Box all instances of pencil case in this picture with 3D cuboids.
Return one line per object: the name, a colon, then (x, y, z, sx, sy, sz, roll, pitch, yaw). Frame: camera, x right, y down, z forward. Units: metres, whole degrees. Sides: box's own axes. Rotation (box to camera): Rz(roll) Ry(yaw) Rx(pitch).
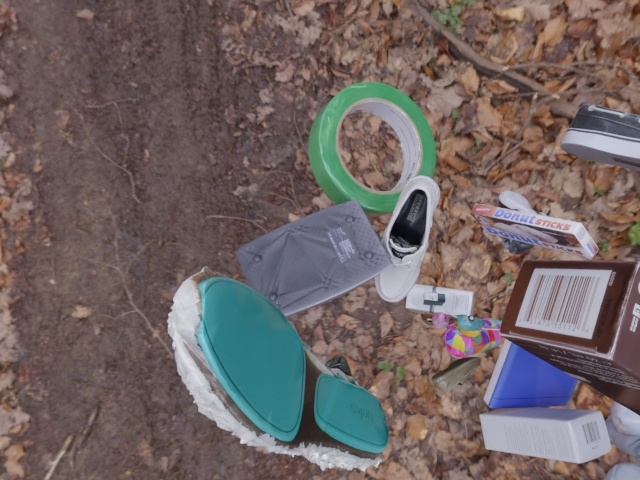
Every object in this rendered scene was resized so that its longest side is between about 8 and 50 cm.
pencil case: (0.469, 0.289, 1.426, 0.104, 0.236, 0.105, -3, 86, 44)

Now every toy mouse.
toy mouse: (0.291, 0.178, 1.016, 0.161, 0.143, 0.031, 2, 70, 36)

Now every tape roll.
tape roll: (0.131, -0.222, 1.163, 0.321, 0.077, 0.321, 3, 82, -23)

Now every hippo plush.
hippo plush: (0.699, 0.480, 0.930, 0.294, 0.234, 0.237, -2, 41, 47)

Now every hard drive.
hard drive: (-0.012, 0.040, 0.883, 0.254, 0.054, 0.172, -23, 65, -7)
hard drive: (0.505, 0.236, 1.045, 0.210, 0.040, 0.319, 2, 115, -13)

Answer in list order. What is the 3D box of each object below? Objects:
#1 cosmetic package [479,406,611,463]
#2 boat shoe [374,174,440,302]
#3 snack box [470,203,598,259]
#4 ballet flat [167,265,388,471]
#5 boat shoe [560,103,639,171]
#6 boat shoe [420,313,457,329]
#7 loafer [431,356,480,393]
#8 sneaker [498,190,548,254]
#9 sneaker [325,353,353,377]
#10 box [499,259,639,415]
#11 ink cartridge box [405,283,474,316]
cosmetic package: (0.477, 0.414, 1.025, 0.117, 0.231, 0.086, 1, 74, -29)
boat shoe: (0.160, 0.010, 0.902, 0.096, 0.088, 0.268, 24, 115, 12)
snack box: (0.307, -0.017, 0.695, 0.022, 0.064, 0.178, -56, 32, -7)
ballet flat: (-0.055, 0.185, 0.544, 0.147, 0.409, 0.147, -21, 44, 22)
boat shoe: (0.558, -0.161, 0.759, 0.306, 0.113, 0.105, 30, 99, 49)
boat shoe: (0.471, 0.265, 1.811, 0.110, 0.307, 0.105, -26, 96, -17)
loafer: (0.339, 0.331, 1.169, 0.148, 0.056, 0.050, -20, 86, -22)
sneaker: (0.617, -0.043, 1.483, 0.153, 0.268, 0.101, -47, 31, 29)
sneaker: (0.013, 0.318, 1.025, 0.087, 0.227, 0.130, -28, 66, 21)
box: (0.484, 0.171, 0.716, 0.381, 0.191, 0.143, 28, 78, -19)
ink cartridge box: (0.397, 0.205, 1.565, 0.208, 0.153, 0.087, 7, 79, 22)
